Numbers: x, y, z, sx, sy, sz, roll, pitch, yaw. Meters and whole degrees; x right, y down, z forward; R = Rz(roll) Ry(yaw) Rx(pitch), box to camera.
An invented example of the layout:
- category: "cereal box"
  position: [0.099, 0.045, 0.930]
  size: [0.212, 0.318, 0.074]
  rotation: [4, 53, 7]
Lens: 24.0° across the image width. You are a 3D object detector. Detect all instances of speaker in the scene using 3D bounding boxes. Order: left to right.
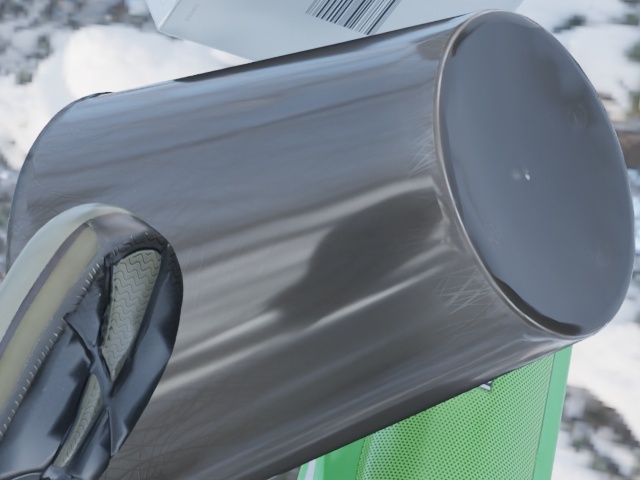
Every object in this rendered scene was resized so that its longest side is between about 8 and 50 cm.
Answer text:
- category: "speaker"
  position: [0.064, 0.102, 0.811]
  size: [0.131, 0.131, 0.296]
  rotation: [68, -151, -41]

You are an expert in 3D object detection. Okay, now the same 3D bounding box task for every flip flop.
- category: "flip flop"
  position: [-0.146, 0.100, 0.473]
  size: [0.277, 0.080, 0.112]
  rotation: [-58, -18, -6]

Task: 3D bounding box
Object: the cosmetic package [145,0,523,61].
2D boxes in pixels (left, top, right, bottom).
- category: "cosmetic package"
  position: [-0.014, -0.223, 0.975]
  size: [0.224, 0.224, 0.138]
  rotation: [13, -50, -39]

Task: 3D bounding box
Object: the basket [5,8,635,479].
- category: "basket"
  position: [0.000, 0.000, 0.625]
  size: [0.154, 0.227, 0.204]
  rotation: [8, -111, -48]
